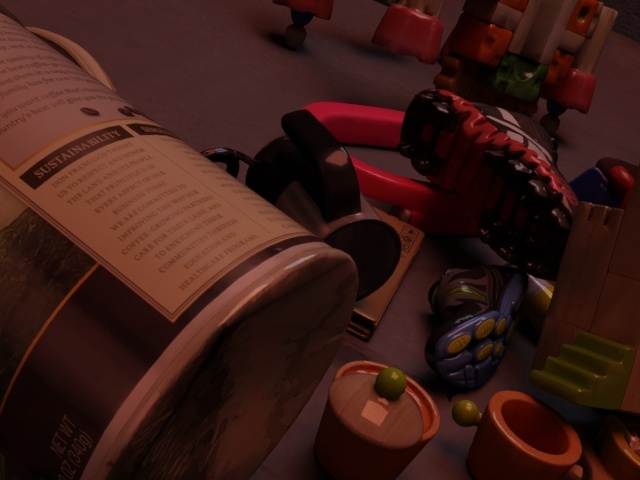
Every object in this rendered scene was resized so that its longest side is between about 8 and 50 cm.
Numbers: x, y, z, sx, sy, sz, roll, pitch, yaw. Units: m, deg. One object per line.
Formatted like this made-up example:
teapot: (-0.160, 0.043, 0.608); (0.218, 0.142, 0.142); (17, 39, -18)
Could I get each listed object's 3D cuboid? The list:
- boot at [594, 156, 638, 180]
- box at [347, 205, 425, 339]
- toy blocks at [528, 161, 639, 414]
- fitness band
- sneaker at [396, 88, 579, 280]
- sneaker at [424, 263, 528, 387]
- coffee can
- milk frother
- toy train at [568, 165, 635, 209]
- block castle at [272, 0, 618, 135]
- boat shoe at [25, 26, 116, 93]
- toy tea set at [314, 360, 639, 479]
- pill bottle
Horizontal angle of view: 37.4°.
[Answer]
boot: (0.501, -0.032, 1.248); (0.248, 0.090, 0.207); (13, 31, -14)
box: (0.000, 0.000, 0.857); (0.164, 0.021, 0.201); (27, 28, 6)
toy blocks: (0.343, 0.018, 0.788); (0.381, 0.261, 0.190); (14, 3, -33)
fitness band: (0.098, -0.083, 1.059); (0.290, 0.054, 0.209); (2, 32, -38)
sneaker: (0.190, -0.058, 0.910); (0.135, 0.098, 0.276); (4, 31, -31)
sneaker: (0.123, 0.068, 0.809); (0.078, 0.067, 0.188); (13, 24, 20)
coffee can: (-0.146, 0.014, 0.516); (0.275, 0.202, 0.201); (35, 29, 20)
milk frother: (-0.033, -0.019, 0.759); (0.143, 0.129, 0.135); (-31, 44, -4)
toy train: (0.350, 0.040, 1.016); (0.248, 0.105, 0.143); (57, 18, 13)
block castle: (0.187, -0.302, 1.355); (0.453, 0.213, 0.303); (6, 20, -44)
boat shoe: (-0.212, -0.083, 0.748); (0.092, 0.103, 0.285); (-4, 44, -51)
toy tea set: (0.164, 0.148, 0.616); (0.336, 0.124, 0.200); (12, 30, -23)
pill bottle: (0.203, 0.057, 0.899); (0.043, 0.043, 0.083); (-5, 39, -44)
